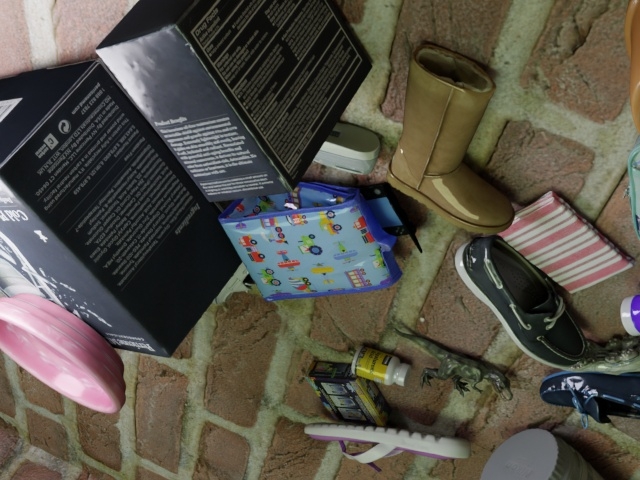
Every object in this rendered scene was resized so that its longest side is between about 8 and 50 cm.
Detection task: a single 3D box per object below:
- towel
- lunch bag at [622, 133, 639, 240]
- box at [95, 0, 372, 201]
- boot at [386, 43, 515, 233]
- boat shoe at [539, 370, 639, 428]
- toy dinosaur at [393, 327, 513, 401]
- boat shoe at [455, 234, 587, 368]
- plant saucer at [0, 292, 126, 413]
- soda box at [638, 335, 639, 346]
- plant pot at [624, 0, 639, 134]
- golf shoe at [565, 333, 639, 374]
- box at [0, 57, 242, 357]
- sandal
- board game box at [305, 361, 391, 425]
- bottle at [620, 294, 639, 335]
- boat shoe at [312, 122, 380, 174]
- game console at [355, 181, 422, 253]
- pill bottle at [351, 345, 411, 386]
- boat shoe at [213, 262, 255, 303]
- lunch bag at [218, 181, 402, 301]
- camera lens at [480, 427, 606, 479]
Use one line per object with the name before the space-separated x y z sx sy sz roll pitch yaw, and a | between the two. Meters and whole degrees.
towel | 0.401 0.005 1.710 0.197 0.029 0.144 38 144 -15
lunch bag | 0.560 -0.072 1.427 0.279 0.108 0.224 7 139 29
box | -0.114 -0.265 1.504 0.183 0.296 0.294 -4 132 39
boot | 0.219 -0.145 1.597 0.236 0.089 0.269 24 143 8
boat shoe | 0.516 0.292 1.915 0.258 0.089 0.109 -11 142 44
toy dinosaur | 0.262 0.261 2.100 0.268 0.064 0.118 24 138 11
boat shoe | 0.362 0.109 1.789 0.302 0.114 0.091 39 150 -15
plant saucer | -0.507 0.210 2.018 0.332 0.084 0.332 27 154 14
soda box | 0.619 0.163 1.719 0.169 0.060 0.053 -7 132 41
plant pot | 0.489 -0.210 1.225 0.291 0.203 0.291 19 143 15
golf shoe | 0.504 0.221 1.872 0.176 0.069 0.086 -7 138 43
box | -0.474 -0.054 1.968 0.480 0.297 0.471 2 139 48
sandal | 0.136 0.474 2.357 0.416 0.102 0.169 0 168 34
board game box | 0.064 0.346 2.351 0.141 0.048 0.170 -1 135 33
bottle | 0.604 0.098 1.607 0.118 0.092 0.283 16 158 -40
boat shoe | -0.012 -0.162 1.745 0.228 0.079 0.081 18 139 11
game console | 0.117 -0.035 1.817 0.107 0.071 0.122 -8 130 35
pill bottle | 0.129 0.268 2.193 0.116 0.065 0.065 16 143 18
boat shoe | -0.166 0.069 2.128 0.084 0.095 0.258 33 146 3
lunch bag | 0.000 0.000 1.888 0.293 0.138 0.221 3 136 32
camera lens | 0.491 0.549 2.152 0.274 0.219 0.219 45 142 -20
